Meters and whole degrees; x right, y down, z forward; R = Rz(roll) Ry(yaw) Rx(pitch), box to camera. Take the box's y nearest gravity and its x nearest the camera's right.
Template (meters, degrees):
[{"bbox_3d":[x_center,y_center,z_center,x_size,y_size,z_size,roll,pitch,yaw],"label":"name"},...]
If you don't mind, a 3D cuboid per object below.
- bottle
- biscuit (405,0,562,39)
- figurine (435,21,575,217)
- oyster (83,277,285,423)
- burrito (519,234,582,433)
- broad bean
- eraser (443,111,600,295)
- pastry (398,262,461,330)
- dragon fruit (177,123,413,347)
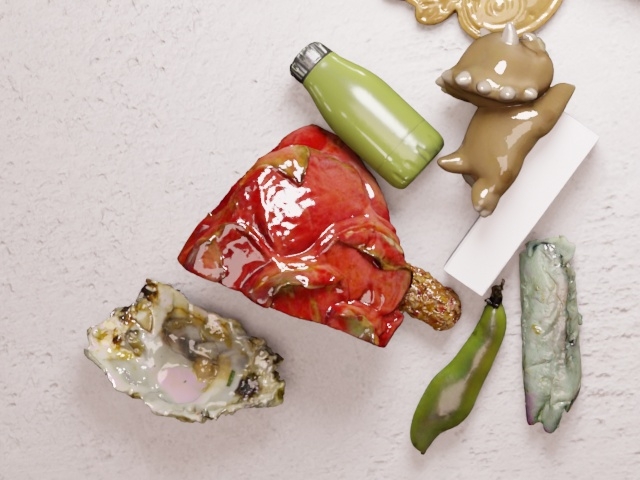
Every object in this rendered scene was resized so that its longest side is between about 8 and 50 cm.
[{"bbox_3d":[0.065,-0.200,1.583,0.260,0.112,0.112,43,104,3],"label":"bottle"},{"bbox_3d":[0.232,-0.408,1.556,0.288,0.044,0.202,13,101,8],"label":"biscuit"},{"bbox_3d":[0.244,-0.195,1.513,0.173,0.177,0.247,32,108,-13],"label":"figurine"},{"bbox_3d":[-0.219,0.206,1.720,0.354,0.107,0.201,26,83,19],"label":"oyster"},{"bbox_3d":[0.358,0.147,1.599,0.096,0.066,0.309,0,98,17],"label":"burrito"},{"bbox_3d":[0.231,0.203,1.640,0.075,0.067,0.325,21,102,-23],"label":"broad bean"},{"bbox_3d":[0.305,-0.059,1.572,0.076,0.078,0.298,35,104,5],"label":"eraser"},{"bbox_3d":[0.146,0.085,1.635,0.169,0.063,0.087,26,106,8],"label":"pastry"},{"bbox_3d":[-0.004,-0.001,1.540,0.329,0.228,0.286,40,101,21],"label":"dragon fruit"}]
